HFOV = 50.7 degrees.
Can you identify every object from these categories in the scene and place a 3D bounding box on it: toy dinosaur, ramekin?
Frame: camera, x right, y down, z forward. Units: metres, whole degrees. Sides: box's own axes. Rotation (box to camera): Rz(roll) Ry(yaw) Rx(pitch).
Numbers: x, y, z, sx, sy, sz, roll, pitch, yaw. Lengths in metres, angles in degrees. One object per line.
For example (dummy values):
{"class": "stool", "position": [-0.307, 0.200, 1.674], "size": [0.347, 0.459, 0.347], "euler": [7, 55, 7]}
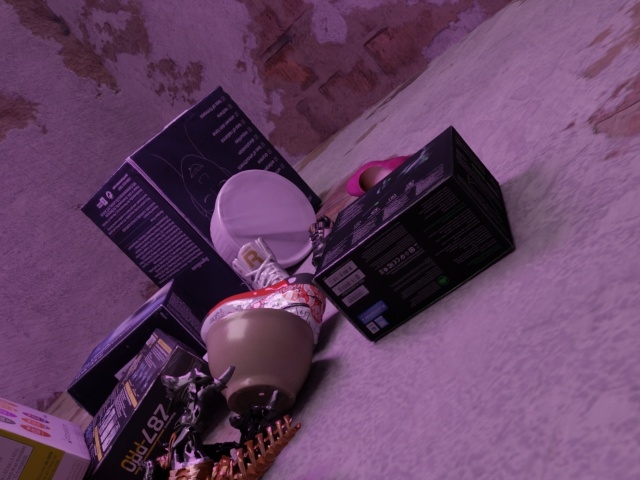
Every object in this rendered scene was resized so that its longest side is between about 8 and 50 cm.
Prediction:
{"class": "toy dinosaur", "position": [-0.133, 0.291, 0.849], "size": [0.322, 0.164, 0.218], "euler": [-17, 37, 23]}
{"class": "ramekin", "position": [-0.152, -0.032, 1.703], "size": [0.273, 0.273, 0.127], "euler": [-52, 4, -40]}

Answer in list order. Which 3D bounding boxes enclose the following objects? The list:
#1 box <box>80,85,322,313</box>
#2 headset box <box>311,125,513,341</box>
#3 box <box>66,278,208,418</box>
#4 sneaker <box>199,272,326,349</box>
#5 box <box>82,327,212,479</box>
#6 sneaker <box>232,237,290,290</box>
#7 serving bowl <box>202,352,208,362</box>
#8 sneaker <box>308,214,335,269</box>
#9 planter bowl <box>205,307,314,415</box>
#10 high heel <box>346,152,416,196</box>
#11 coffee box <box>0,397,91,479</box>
{"class": "box", "position": [-0.318, -0.103, 1.939], "size": [0.297, 0.472, 0.480], "euler": [-34, 14, 40]}
{"class": "headset box", "position": [0.139, -0.023, 1.013], "size": [0.246, 0.131, 0.283], "euler": [-38, 12, 22]}
{"class": "box", "position": [-0.420, 0.275, 1.641], "size": [0.296, 0.182, 0.294], "euler": [-42, 10, 0]}
{"class": "sneaker", "position": [-0.111, 0.161, 1.146], "size": [0.270, 0.090, 0.145], "euler": [-25, 35, 24]}
{"class": "box", "position": [-0.348, 0.331, 1.274], "size": [0.318, 0.097, 0.395], "euler": [-59, 15, -13]}
{"class": "sneaker", "position": [-0.104, 0.085, 1.326], "size": [0.108, 0.169, 0.292], "euler": [-42, 13, -6]}
{"class": "serving bowl", "position": [-0.222, 0.249, 1.458], "size": [0.083, 0.027, 0.083], "euler": [-39, 12, 10]}
{"class": "sneaker", "position": [0.000, 0.000, 1.512], "size": [0.072, 0.077, 0.178], "euler": [-39, 13, 21]}
{"class": "planter bowl", "position": [-0.087, 0.188, 0.981], "size": [0.162, 0.162, 0.109], "euler": [-36, 39, 29]}
{"class": "high heel", "position": [0.128, -0.138, 1.570], "size": [0.244, 0.082, 0.117], "euler": [-12, 15, 44]}
{"class": "coffee box", "position": [-0.612, 0.428, 1.093], "size": [0.338, 0.334, 0.338], "euler": [-15, 51, 66]}
